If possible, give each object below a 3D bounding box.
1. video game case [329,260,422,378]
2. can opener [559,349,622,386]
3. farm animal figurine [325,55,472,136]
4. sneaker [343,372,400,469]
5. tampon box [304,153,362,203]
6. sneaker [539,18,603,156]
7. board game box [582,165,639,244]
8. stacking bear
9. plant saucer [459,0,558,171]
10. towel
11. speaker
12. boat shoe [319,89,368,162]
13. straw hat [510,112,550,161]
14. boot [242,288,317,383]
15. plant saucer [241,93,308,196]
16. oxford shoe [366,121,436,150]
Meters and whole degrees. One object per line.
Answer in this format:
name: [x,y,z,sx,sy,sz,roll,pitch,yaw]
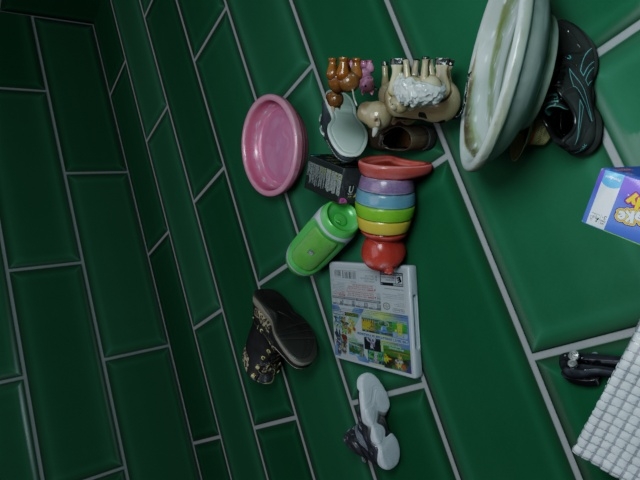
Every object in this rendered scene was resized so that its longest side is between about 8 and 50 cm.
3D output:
video game case: [0.148,0.211,1.552,0.329,0.036,0.299,1,96,51]
can opener: [0.545,0.240,1.041,0.186,0.073,0.059,-15,45,49]
farm animal figurine: [0.176,-0.323,1.246,0.327,0.330,0.172,12,110,34]
sneaker: [0.125,0.518,1.570,0.153,0.101,0.268,-22,81,49]
tampon box: [0.053,-0.176,1.544,0.161,0.121,0.101,31,118,46]
sneaker: [0.458,-0.291,1.022,0.101,0.106,0.267,-19,79,53]
board game box: [0.556,-0.031,0.736,0.233,0.347,0.078,34,122,45]
stacking bear: [0.167,-0.060,1.398,0.175,0.164,0.288,23,118,48]
plant saucer: [0.360,-0.323,1.036,0.400,0.101,0.400,9,-90,-87]
towel: [0.589,0.290,0.897,0.235,0.121,0.283,26,117,29]
speaker: [0.000,0.000,1.617,0.296,0.131,0.131,-48,58,52]
boat shoe: [0.057,-0.296,1.491,0.302,0.114,0.091,-92,16,-46]
straw hat: [0.430,-0.226,1.093,0.144,0.061,0.144,9,-90,-87]
boot: [-0.154,0.376,1.880,0.377,0.138,0.284,45,127,44]
plant saucer: [-0.145,-0.312,1.810,0.332,0.084,0.331,9,102,52]
oxford shoe: [0.177,-0.267,1.393,0.227,0.096,0.082,11,108,54]
